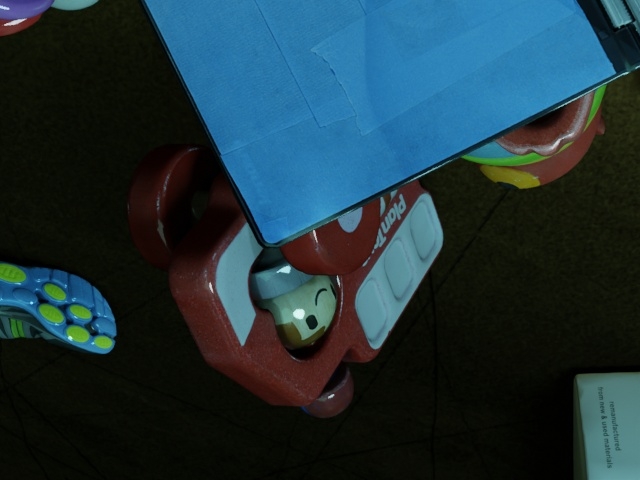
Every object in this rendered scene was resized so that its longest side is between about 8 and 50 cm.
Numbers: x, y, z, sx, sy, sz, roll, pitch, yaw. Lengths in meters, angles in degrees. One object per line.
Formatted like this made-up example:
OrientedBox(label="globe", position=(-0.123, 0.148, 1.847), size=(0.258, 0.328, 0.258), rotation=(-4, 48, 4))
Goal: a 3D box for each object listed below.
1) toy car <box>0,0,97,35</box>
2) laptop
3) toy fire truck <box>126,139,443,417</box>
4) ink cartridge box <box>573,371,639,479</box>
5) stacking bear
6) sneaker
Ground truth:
OrientedBox(label="toy car", position=(-0.221, -0.217, 1.028), size=(0.159, 0.136, 0.182), rotation=(31, 157, -21))
OrientedBox(label="laptop", position=(0.063, -0.259, 0.782), size=(0.408, 0.236, 0.382), rotation=(-33, 83, 57))
OrientedBox(label="toy fire truck", position=(0.000, 0.000, 1.118), size=(0.169, 0.302, 0.254), rotation=(-1, 128, 32))
OrientedBox(label="ink cartridge box", position=(0.445, 0.269, 1.387), size=(0.385, 0.160, 0.279), rotation=(-3, 130, 7))
OrientedBox(label="stacking bear", position=(0.138, -0.118, 1.043), size=(0.175, 0.164, 0.289), rotation=(10, 174, 20))
OrientedBox(label="sneaker", position=(-0.283, 0.062, 1.347), size=(0.188, 0.067, 0.078), rotation=(18, 150, -12))
